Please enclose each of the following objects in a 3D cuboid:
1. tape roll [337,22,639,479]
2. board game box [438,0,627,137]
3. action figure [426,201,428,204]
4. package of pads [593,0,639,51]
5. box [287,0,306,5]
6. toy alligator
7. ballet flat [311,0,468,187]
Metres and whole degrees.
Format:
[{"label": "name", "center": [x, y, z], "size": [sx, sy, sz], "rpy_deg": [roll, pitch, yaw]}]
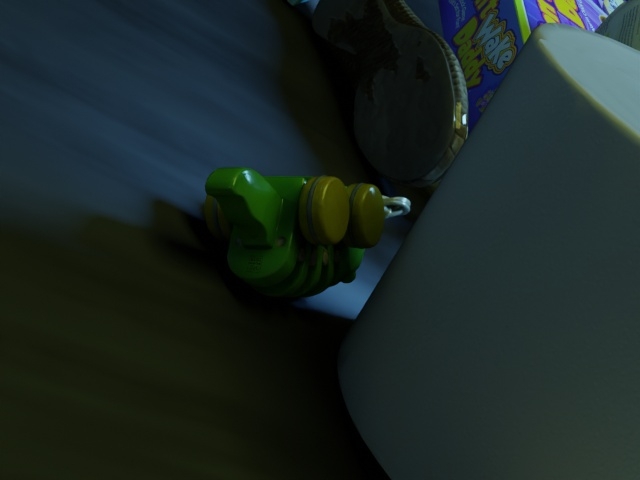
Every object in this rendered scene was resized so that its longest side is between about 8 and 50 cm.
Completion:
[{"label": "tape roll", "center": [0.151, 0.042, 0.599], "size": [0.246, 0.169, 0.246], "rpy_deg": [27, 20, -10]}, {"label": "board game box", "center": [0.212, -0.113, 1.161], "size": [0.233, 0.078, 0.347], "rpy_deg": [31, 34, -27]}, {"label": "action figure", "center": [0.124, -0.001, 0.875], "size": [0.091, 0.139, 0.280], "rpy_deg": [53, -4, 25]}, {"label": "package of pads", "center": [0.312, -0.040, 1.028], "size": [0.296, 0.101, 0.229], "rpy_deg": [43, 31, -10]}, {"label": "box", "center": [-0.008, -0.247, 1.100], "size": [0.100, 0.060, 0.244], "rpy_deg": [47, 18, -2]}, {"label": "toy alligator", "center": [0.000, 0.000, 0.633], "size": [0.190, 0.056, 0.051], "rpy_deg": [6, 87, -66]}, {"label": "ballet flat", "center": [0.052, -0.105, 0.924], "size": [0.058, 0.084, 0.250], "rpy_deg": [35, 16, -30]}]
